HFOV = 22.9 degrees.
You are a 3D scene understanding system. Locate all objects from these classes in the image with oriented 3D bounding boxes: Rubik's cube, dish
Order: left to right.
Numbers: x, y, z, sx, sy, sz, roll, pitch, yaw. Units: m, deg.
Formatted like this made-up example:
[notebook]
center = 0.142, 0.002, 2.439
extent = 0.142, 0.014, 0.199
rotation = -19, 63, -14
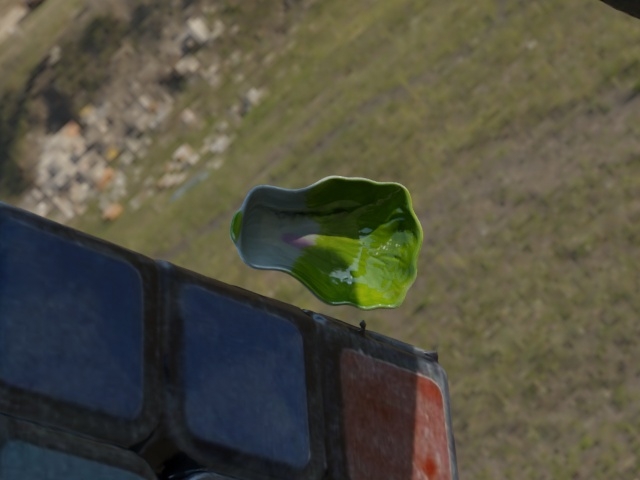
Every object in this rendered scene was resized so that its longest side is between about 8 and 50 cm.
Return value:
[Rubik's cube]
center = -0.149, 0.229, 0.856
extent = 0.358, 0.362, 0.363
rotation = -33, 51, 37
[dish]
center = 0.000, 0.000, 1.090
extent = 0.039, 0.137, 0.091
rotation = 164, 114, -72

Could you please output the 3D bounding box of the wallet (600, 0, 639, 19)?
[wallet]
center = 0.087, -0.280, 0.702
extent = 0.062, 0.228, 0.406
rotation = -42, 32, 41
